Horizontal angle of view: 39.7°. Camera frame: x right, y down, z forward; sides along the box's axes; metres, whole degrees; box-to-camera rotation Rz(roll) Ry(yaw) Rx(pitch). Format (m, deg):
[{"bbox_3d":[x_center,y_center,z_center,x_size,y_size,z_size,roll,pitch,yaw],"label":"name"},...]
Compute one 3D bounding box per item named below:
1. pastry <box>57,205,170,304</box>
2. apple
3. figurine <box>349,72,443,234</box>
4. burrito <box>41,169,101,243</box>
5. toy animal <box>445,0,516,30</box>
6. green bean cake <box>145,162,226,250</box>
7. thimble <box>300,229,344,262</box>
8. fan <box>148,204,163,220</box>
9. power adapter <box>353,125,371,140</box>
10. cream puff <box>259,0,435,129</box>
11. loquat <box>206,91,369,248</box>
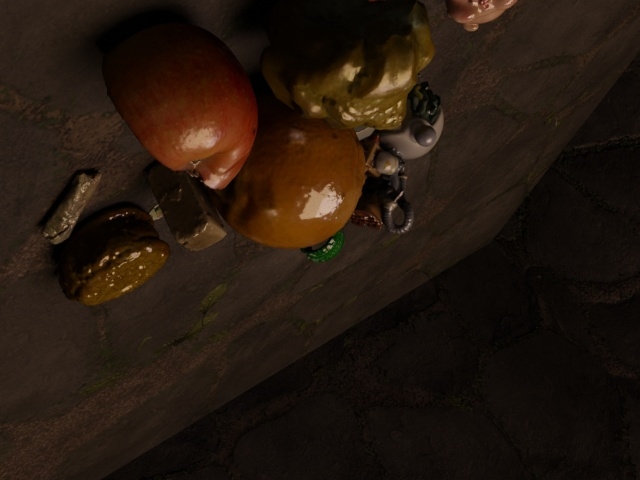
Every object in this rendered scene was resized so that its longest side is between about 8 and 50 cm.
[{"bbox_3d":[-0.430,0.046,1.836,0.235,0.132,0.240,-46,159,19],"label":"pastry"},{"bbox_3d":[-0.192,-0.233,1.428,0.163,0.251,0.293,-35,165,18],"label":"apple"},{"bbox_3d":[0.160,-0.221,2.093,0.382,0.261,0.186,-62,144,-16],"label":"figurine"},{"bbox_3d":[-0.465,-0.063,1.652,0.051,0.042,0.171,6,131,-52],"label":"burrito"},{"bbox_3d":[0.341,-0.543,1.896,0.171,0.171,0.198,-43,166,11],"label":"toy animal"},{"bbox_3d":[-0.269,-0.075,1.775,0.085,0.179,0.109,-29,165,7],"label":"green bean cake"},{"bbox_3d":[0.000,0.000,2.606,0.130,0.118,0.090,-58,158,-1],"label":"thimble"},{"bbox_3d":[-0.361,-0.060,1.926,0.080,0.003,0.060,-25,157,-38],"label":"fan"},{"bbox_3d":[0.061,-0.286,1.910,0.130,0.125,0.205,-24,176,-11],"label":"power adapter"},{"bbox_3d":[0.043,-0.300,1.582,0.274,0.323,0.270,-46,145,-30],"label":"cream puff"},{"bbox_3d":[-0.071,-0.141,1.778,0.328,0.328,0.328,-35,162,-13],"label":"loquat"}]
